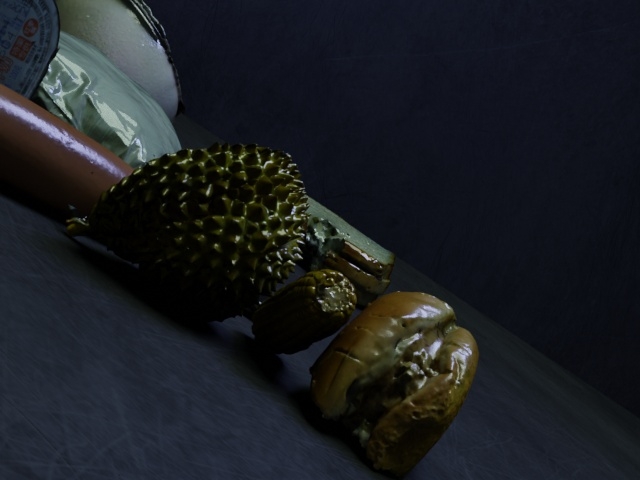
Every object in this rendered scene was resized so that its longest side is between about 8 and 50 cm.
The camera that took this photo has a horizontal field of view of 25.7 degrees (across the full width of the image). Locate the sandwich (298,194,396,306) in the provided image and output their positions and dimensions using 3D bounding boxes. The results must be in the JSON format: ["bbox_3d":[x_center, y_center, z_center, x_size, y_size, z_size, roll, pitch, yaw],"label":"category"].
[{"bbox_3d":[-0.001,0.001,2.361,0.273,0.095,0.249,34,5,1],"label":"sandwich"}]

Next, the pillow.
[{"bbox_3d":[-0.274,-0.136,1.658,0.283,0.138,0.310,44,7,2],"label":"pillow"}]

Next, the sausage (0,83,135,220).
[{"bbox_3d":[-0.280,-0.085,1.387,0.289,0.086,0.086,35,4,-43],"label":"sausage"}]

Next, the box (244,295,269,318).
[{"bbox_3d":[-0.106,0.051,1.630,0.125,0.027,0.126,37,4,-6],"label":"box"}]

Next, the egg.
[{"bbox_3d":[-0.346,-0.258,2.125,0.264,0.174,0.286,61,-20,-12],"label":"egg"}]

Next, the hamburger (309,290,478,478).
[{"bbox_3d":[0.082,0.126,1.409,0.144,0.157,0.283,35,8,7],"label":"hamburger"}]

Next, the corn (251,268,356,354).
[{"bbox_3d":[-0.017,0.074,1.408,0.068,0.068,0.207,34,-23,-10],"label":"corn"}]

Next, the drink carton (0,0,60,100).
[{"bbox_3d":[-0.400,-0.212,1.419,0.189,0.185,0.191,25,0,33],"label":"drink carton"}]

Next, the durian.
[{"bbox_3d":[-0.124,0.004,1.361,0.193,0.237,0.138,82,-2,-70],"label":"durian"}]
